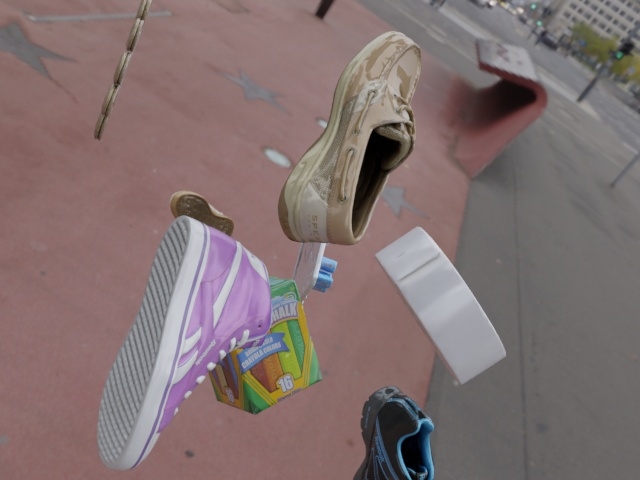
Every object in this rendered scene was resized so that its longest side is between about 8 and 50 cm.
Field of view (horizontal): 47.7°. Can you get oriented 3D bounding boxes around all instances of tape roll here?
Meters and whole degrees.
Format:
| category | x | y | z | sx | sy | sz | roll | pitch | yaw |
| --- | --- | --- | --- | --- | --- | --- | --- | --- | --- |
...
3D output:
| category | x | y | z | sx | sy | sz | roll | pitch | yaw |
| --- | --- | --- | --- | --- | --- | --- | --- | --- | --- |
| tape roll | 0.213 | 0.116 | 1.313 | 0.286 | 0.100 | 0.286 | 57 | 2 | -3 |

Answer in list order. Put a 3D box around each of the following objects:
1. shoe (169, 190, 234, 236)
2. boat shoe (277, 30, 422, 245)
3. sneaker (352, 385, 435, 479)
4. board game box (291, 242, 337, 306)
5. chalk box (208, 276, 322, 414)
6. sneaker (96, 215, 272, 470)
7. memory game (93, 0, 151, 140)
| category | x | y | z | sx | sy | sz | roll | pitch | yaw |
| --- | --- | --- | --- | --- | --- | --- | --- | --- | --- |
| shoe | -0.259 | -0.051 | 1.514 | 0.058 | 0.077 | 0.219 | 22 | -8 | 27 |
| boat shoe | 0.071 | -0.131 | 0.928 | 0.110 | 0.341 | 0.122 | 10 | -29 | 32 |
| sneaker | 0.137 | 0.453 | 1.349 | 0.125 | 0.341 | 0.139 | -7 | 15 | -30 |
| board game box | 0.000 | 0.000 | 1.823 | 0.050 | 0.390 | 0.390 | 17 | 65 | -7 |
| chalk box | -0.145 | 0.178 | 1.489 | 0.180 | 0.289 | 0.179 | -23 | 12 | -32 |
| sneaker | -0.135 | 0.130 | 0.816 | 0.161 | 0.282 | 0.102 | 31 | -20 | -37 |
| memory game | -0.228 | -0.203 | 0.836 | 0.012 | 0.186 | 0.186 | 20 | 26 | -18 |
